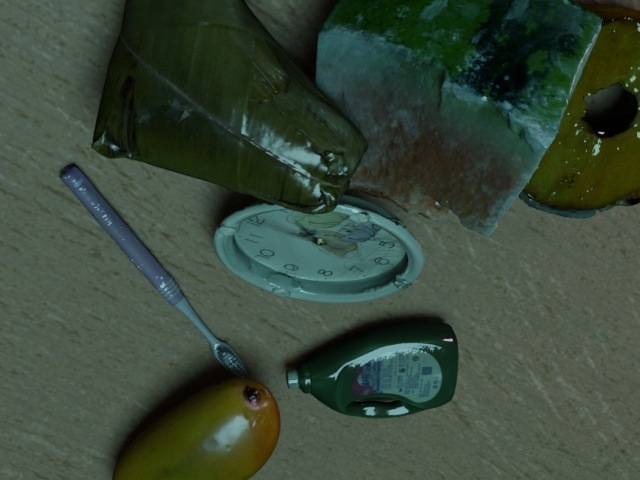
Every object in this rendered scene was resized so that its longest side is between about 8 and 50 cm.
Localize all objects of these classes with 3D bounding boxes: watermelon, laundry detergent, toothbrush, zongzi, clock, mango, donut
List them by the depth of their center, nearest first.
[{"bbox_3d":[-0.069,-0.196,1.265,0.274,0.145,0.300,18,108,10],"label":"zongzi"},{"bbox_3d":[0.122,-0.137,1.315,0.264,0.151,0.302,25,117,16],"label":"watermelon"},{"bbox_3d":[0.000,0.000,1.446,0.236,0.053,0.236,7,152,4],"label":"clock"},{"bbox_3d":[0.307,-0.156,1.456,0.272,0.107,0.272,-9,126,-13],"label":"donut"},{"bbox_3d":[-0.182,0.046,1.479,0.024,0.029,0.354,-42,122,-8],"label":"toothbrush"},{"bbox_3d":[-0.148,0.255,1.561,0.253,0.113,0.138,-36,145,21],"label":"mango"},{"bbox_3d":[0.062,0.168,1.598,0.211,0.063,0.137,-7,128,-11],"label":"laundry detergent"}]
